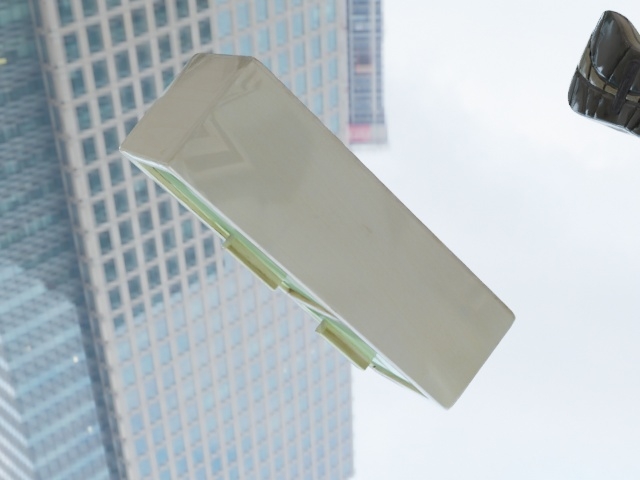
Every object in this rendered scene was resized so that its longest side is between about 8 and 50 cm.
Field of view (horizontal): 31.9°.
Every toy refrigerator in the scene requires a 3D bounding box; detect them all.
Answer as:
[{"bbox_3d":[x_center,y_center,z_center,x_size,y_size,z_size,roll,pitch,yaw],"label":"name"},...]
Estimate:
[{"bbox_3d":[0.000,0.000,0.749,0.094,0.269,0.102,-53,-152,-9],"label":"toy refrigerator"}]

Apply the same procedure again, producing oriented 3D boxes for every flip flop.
[{"bbox_3d":[0.330,-0.156,1.124,0.080,0.112,0.277,16,-164,-19],"label":"flip flop"}]
